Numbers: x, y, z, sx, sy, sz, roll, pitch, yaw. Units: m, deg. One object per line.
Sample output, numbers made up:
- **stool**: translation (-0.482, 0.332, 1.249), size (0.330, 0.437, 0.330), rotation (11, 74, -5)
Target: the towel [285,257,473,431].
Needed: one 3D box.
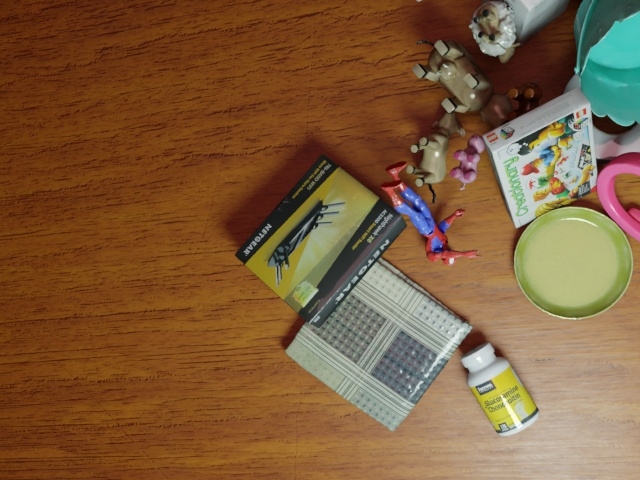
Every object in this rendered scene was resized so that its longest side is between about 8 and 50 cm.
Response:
- **towel**: translation (0.125, 0.221, 1.546), size (0.324, 0.056, 0.312), rotation (35, 99, 8)

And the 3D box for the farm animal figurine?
- **farm animal figurine**: translation (0.314, -0.287, 1.439), size (0.330, 0.172, 0.326), rotation (-25, 85, 36)

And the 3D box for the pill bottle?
- **pill bottle**: translation (0.379, 0.316, 1.456), size (0.103, 0.103, 0.184), rotation (-32, 83, 9)

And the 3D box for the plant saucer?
- **plant saucer**: translation (0.541, 0.048, 1.463), size (0.241, 0.037, 0.240), rotation (0, 89, 11)

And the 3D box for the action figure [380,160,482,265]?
- **action figure**: translation (0.251, -0.046, 1.432), size (0.139, 0.280, 0.091), rotation (-10, 43, 32)

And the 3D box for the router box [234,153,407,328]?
- **router box**: translation (0.000, 0.000, 1.509), size (0.243, 0.081, 0.309), rotation (40, 88, 22)

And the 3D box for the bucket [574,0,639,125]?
- **bucket**: translation (0.608, -0.368, 1.252), size (0.281, 0.281, 0.183), rotation (-6, 48, 11)

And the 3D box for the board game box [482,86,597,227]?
- **board game box**: translation (0.448, -0.154, 1.359), size (0.193, 0.305, 0.053), rotation (-27, 55, 10)

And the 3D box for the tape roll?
- **tape roll**: translation (0.617, -0.273, 1.438), size (0.219, 0.072, 0.219), rotation (0, 88, 11)

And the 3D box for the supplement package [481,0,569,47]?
- **supplement package**: translation (0.428, -0.522, 1.394), size (0.139, 0.244, 0.134), rotation (-39, 82, 8)

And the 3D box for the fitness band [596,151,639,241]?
- **fitness band**: translation (0.678, -0.057, 1.332), size (0.054, 0.209, 0.291), rotation (-41, 58, -14)
